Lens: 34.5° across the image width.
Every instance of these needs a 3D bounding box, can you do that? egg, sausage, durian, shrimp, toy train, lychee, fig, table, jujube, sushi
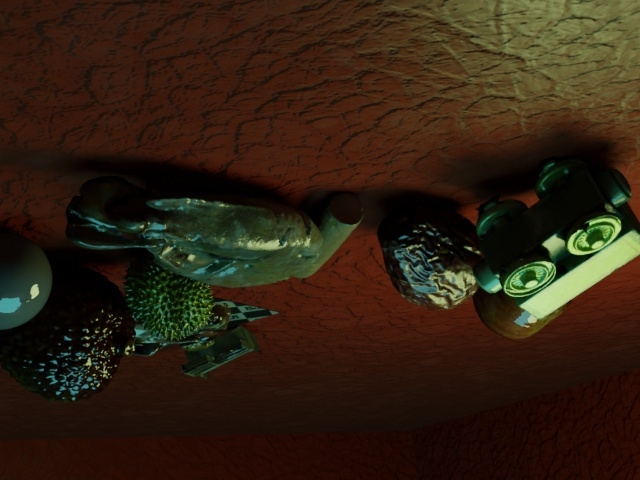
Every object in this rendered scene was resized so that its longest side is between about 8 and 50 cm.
[{"bbox_3d":[-0.490,0.063,1.565,0.146,0.146,0.199,11,162,-43],"label":"egg"},{"bbox_3d":[-0.001,0.001,1.695,0.066,0.066,0.301,-2,161,-16],"label":"sausage"},{"bbox_3d":[-0.251,0.084,1.697,0.146,0.159,0.198,-8,163,-13],"label":"durian"},{"bbox_3d":[-0.399,0.185,2.044,0.360,0.085,0.247,-1,157,11],"label":"shrimp"},{"bbox_3d":[0.367,-0.004,1.587,0.272,0.159,0.188,-37,139,22],"label":"toy train"},{"bbox_3d":[-0.436,0.150,1.726,0.271,0.236,0.236,20,167,14],"label":"lychee"},{"bbox_3d":[0.365,0.081,1.917,0.205,0.205,0.205,-6,162,-2],"label":"fig"},{"bbox_3d":[-0.228,0.252,2.327,0.146,0.062,0.175,-26,162,5],"label":"table"},{"bbox_3d":[0.177,0.019,1.684,0.168,0.168,0.236,-17,147,28],"label":"jujube"},{"bbox_3d":[-0.279,0.194,2.197,0.292,0.059,0.294,-17,160,30],"label":"sushi"},{"bbox_3d":[-0.178,-0.006,1.499,0.221,0.110,0.446,-28,152,33],"label":"shrimp"}]
